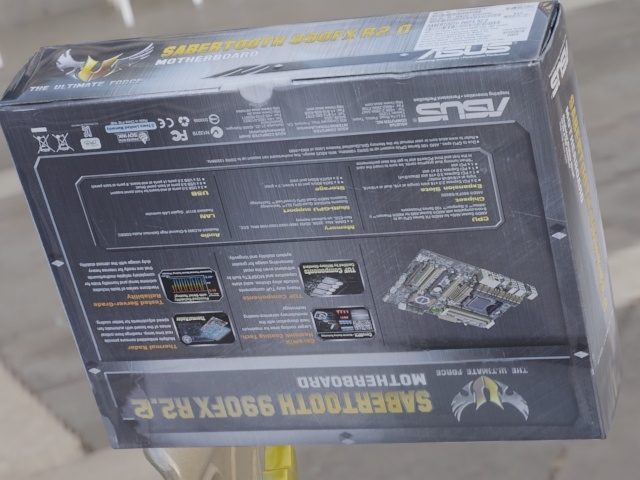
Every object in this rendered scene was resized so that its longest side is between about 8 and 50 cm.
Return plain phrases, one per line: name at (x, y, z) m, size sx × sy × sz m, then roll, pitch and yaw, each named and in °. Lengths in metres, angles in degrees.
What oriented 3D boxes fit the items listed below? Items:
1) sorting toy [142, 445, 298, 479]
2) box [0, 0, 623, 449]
sorting toy at (-0.054, 0.182, 1.186) m, size 0.041 × 0.229 × 0.307 m, roll -8°, pitch 13°, yaw 9°
box at (0.000, 0.000, 0.817) m, size 0.231 × 0.183 × 0.056 m, roll -4°, pitch 33°, yaw 19°
